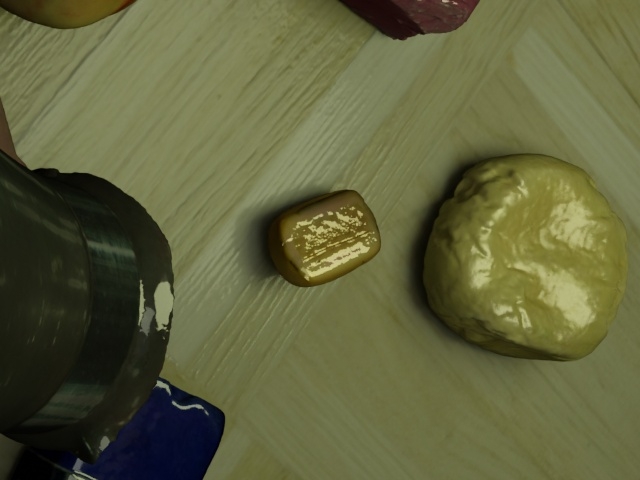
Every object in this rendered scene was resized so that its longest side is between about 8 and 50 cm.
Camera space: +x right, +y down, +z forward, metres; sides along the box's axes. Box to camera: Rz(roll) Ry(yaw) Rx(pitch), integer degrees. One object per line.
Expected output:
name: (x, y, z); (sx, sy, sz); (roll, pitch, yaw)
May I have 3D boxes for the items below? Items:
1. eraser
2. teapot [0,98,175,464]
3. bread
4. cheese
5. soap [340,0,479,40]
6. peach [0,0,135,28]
eraser: (-0.219, 0.273, 1.463); (0.155, 0.101, 0.332); (31, 79, -32)
teapot: (-0.304, 0.008, 1.242); (0.362, 0.306, 0.376); (15, 52, -61)
bread: (0.000, 0.000, 1.595); (0.115, 0.056, 0.082); (-29, 90, -30)
cheese: (0.218, 0.015, 1.713); (0.226, 0.117, 0.214); (26, 76, -29)
soap: (0.101, -0.395, 1.562); (0.233, 0.128, 0.359); (32, 79, -32)
peach: (-0.203, -0.263, 1.343); (0.184, 0.184, 0.184); (-6, 100, -33)
